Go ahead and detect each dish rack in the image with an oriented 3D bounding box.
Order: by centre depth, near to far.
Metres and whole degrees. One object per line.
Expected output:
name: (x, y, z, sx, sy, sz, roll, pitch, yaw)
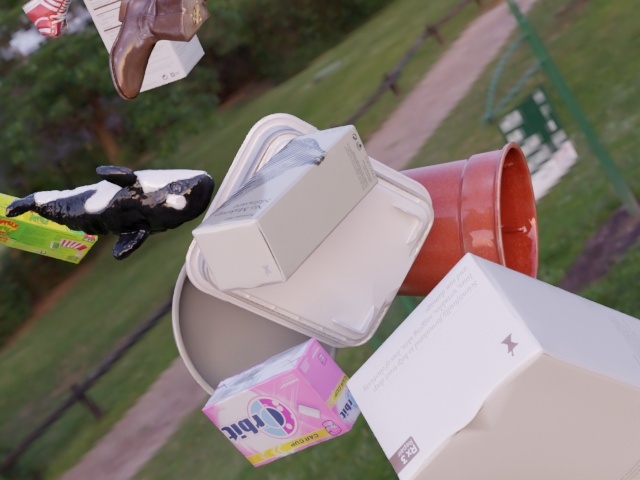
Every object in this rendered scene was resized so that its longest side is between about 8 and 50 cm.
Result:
dish rack: (0.000, 0.000, 2.017, 0.285, 0.333, 0.072, -62, 28, 4)

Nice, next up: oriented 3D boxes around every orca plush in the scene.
orca plush: (-0.281, -0.028, 1.849, 0.287, 0.102, 0.151, 0, -20, 6)

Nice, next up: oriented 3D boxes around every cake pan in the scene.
cake pan: (-0.104, 0.121, 2.123, 0.293, 0.293, 0.054, -37, 10, -32)

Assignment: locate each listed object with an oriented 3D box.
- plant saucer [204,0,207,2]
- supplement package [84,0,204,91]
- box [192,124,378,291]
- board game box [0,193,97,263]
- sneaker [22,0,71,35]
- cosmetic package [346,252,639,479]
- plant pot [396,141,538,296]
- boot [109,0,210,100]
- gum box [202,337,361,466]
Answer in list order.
plant saucer: (-0.157, -0.255, 1.469, 0.083, 0.013, 0.083, -3, 8, 0)
supplement package: (-0.271, -0.333, 2.114, 0.105, 0.179, 0.105, -15, 22, 21)
box: (-0.040, -0.045, 1.791, 0.113, 0.094, 0.275, -10, 23, 34)
board game box: (-0.473, -0.020, 2.312, 0.092, 0.181, 0.043, -44, 39, 48)
sneaker: (-0.393, -0.354, 2.100, 0.118, 0.067, 0.042, -24, 11, 32)
cosmetic package: (0.244, 0.176, 1.523, 0.217, 0.385, 0.156, -47, 46, 19)
plant pot: (0.201, -0.016, 2.288, 0.265, 0.272, 0.272, -5, 20, 21)
boot: (-0.149, -0.185, 1.296, 0.114, 0.106, 0.037, 4, 4, 45)
gum box: (-0.050, 0.207, 1.729, 0.188, 0.107, 0.062, -27, 19, 39)
